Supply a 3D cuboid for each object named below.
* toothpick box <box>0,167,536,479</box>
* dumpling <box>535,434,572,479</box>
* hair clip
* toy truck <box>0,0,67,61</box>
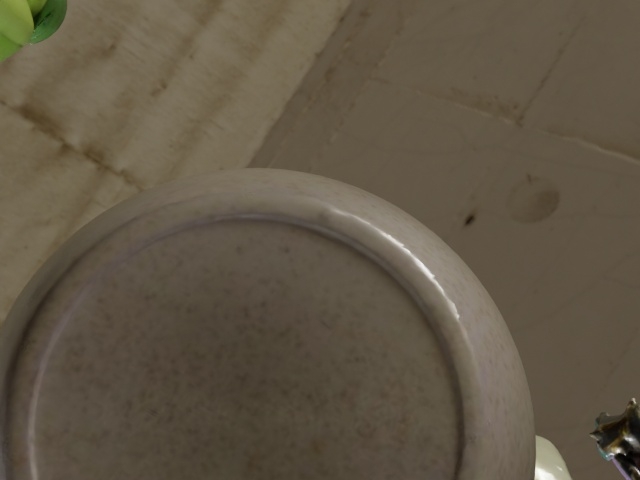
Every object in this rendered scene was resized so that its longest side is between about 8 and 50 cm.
[{"bbox_3d":[-0.040,0.166,0.731,0.425,0.409,0.409,96,16,-73],"label":"toothpick box"},{"bbox_3d":[0.231,0.308,1.064,0.250,0.132,0.162,-91,-165,-74],"label":"dumpling"},{"bbox_3d":[0.517,0.359,1.244,0.095,0.110,0.358,-48,-111,9],"label":"hair clip"},{"bbox_3d":[-0.303,-0.187,0.629,0.210,0.148,0.187,-24,-109,8],"label":"toy truck"}]
